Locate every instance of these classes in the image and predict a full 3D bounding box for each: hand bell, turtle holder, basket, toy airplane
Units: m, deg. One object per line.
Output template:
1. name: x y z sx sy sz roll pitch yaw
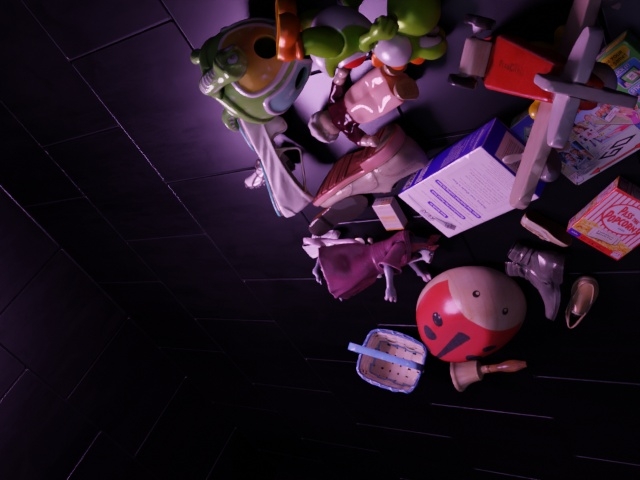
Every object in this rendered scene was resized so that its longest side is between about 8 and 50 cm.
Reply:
1. hand bell: 0.572 0.431 2.201 0.242 0.126 0.126 -16 126 32
2. turtle holder: -0.160 -0.412 1.514 0.227 0.243 0.320 -27 156 28
3. basket: 0.240 0.414 2.284 0.255 0.201 0.289 16 174 18
4. toy airplane: 0.437 -0.294 1.184 0.273 0.384 0.386 4 158 -21

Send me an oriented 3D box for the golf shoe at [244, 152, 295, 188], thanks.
1. golf shoe: -0.163 -0.217 1.947 0.198 0.077 0.094 -18 112 39

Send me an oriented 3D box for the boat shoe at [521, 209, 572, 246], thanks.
1. boat shoe: 0.573 -0.026 1.670 0.135 0.050 0.045 37 149 8

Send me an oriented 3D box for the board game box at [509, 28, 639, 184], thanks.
1. board game box: 0.584 -0.262 1.370 0.214 0.046 0.317 36 145 -9

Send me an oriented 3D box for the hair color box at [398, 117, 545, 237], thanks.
1. hair color box: 0.364 -0.141 1.590 0.185 0.110 0.339 38 150 -12

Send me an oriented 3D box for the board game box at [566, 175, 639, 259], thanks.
1. board game box: 0.702 -0.049 1.546 0.147 0.045 0.193 29 145 1

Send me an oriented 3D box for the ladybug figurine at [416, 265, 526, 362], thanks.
1. ladybug figurine: 0.439 0.247 1.997 0.305 0.162 0.449 27 145 4

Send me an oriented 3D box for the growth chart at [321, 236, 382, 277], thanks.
1. growth chart: 0.104 0.080 2.087 0.237 0.021 0.172 -23 115 33

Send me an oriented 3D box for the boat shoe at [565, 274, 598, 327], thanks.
1. boat shoe: 0.711 0.174 1.790 0.068 0.072 0.190 15 142 21

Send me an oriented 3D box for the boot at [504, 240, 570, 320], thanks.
1. boot: 0.591 0.104 1.802 0.161 0.083 0.246 16 137 30

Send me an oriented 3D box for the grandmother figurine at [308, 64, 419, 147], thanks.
1. grandmother figurine: 0.089 -0.323 1.608 0.342 0.104 0.207 -19 86 52

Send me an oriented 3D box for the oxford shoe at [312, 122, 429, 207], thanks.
1. oxford shoe: 0.121 -0.160 1.753 0.147 0.140 0.397 34 148 -20

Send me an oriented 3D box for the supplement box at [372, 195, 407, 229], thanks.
1. supplement box: 0.200 -0.077 1.878 0.062 0.036 0.098 -3 133 39

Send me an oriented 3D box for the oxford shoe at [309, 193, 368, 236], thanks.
1. oxford shoe: 0.054 -0.092 1.945 0.212 0.076 0.076 -28 115 33

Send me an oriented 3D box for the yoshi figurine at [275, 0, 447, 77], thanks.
1. yoshi figurine: 0.091 -0.456 1.345 0.362 0.203 0.203 1 179 -7

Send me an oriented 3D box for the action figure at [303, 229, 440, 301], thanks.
1. action figure: 0.179 0.044 1.940 0.370 0.248 0.275 -25 86 19

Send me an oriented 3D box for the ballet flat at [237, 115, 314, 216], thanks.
1. ballet flat: -0.128 -0.259 1.804 0.139 0.139 0.400 -8 112 42

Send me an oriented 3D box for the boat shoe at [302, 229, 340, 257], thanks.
1. boat shoe: 0.000 0.000 2.102 0.063 0.066 0.184 38 154 -12
